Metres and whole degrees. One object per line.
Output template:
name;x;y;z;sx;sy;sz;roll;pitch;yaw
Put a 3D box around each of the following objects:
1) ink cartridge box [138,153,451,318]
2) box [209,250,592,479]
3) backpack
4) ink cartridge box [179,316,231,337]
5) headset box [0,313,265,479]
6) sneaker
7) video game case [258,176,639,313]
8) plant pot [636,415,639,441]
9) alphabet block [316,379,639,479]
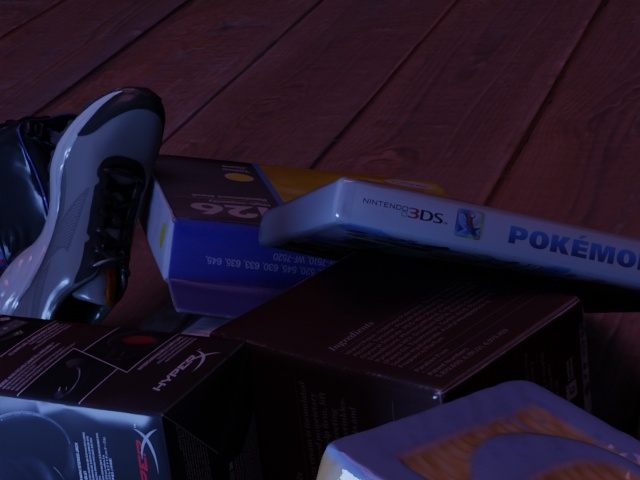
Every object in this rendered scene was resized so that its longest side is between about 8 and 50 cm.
ink cartridge box;0.000;0.000;1.566;0.303;0.072;0.307;7;14;-15
box;0.059;0.125;1.208;0.203;0.169;0.167;12;29;39
backpack;-0.278;-0.051;1.784;0.116;0.158;0.173;-19;3;20
ink cartridge box;-0.082;0.138;1.340;0.139;0.082;0.190;6;23;30
headset box;-0.184;0.167;1.115;0.293;0.218;0.110;4;23;26
sneaker;-0.198;-0.006;1.551;0.108;0.272;0.100;29;8;41
video game case;0.123;0.010;1.329;0.299;0.036;0.329;12;-5;-10
plant pot;0.286;0.111;1.268;0.109;0.096;0.109;1;23;21
alphabet block;0.098;0.207;0.848;0.193;0.197;0.192;30;22;31
